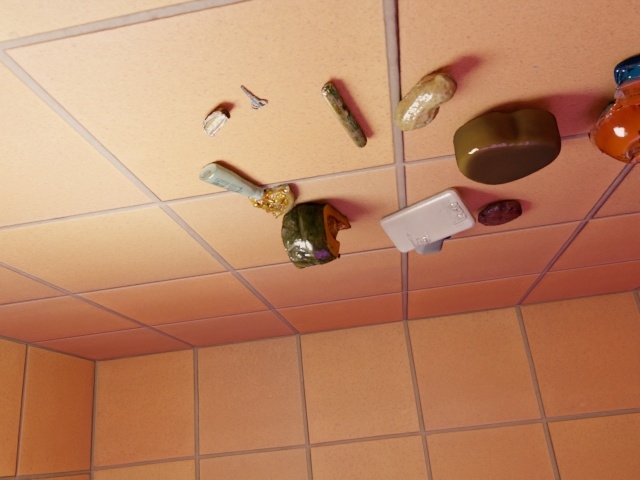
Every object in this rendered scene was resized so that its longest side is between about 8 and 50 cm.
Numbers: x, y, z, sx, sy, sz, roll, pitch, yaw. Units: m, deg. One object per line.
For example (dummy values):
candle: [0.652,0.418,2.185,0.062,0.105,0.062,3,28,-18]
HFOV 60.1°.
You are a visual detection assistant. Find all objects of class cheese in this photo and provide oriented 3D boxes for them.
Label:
cheese: [0.712,-0.280,1.228,0.217,0.129,0.329,-11,147,23]

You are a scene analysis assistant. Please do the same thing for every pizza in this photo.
pizza: [-0.136,-0.109,1.553,0.131,0.041,0.178,8,155,-28]

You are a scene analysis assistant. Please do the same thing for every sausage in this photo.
sausage: [0.055,-0.266,1.204,0.032,0.033,0.269,-13,158,18]

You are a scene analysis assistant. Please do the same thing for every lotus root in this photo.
lotus root: [-0.220,-0.254,1.163,0.037,0.030,0.083,38,137,-20]

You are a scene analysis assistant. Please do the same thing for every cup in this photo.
cup: [0.383,-0.020,1.859,0.128,0.095,0.129,-6,158,-1]

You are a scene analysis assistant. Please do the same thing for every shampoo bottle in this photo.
shampoo bottle: [-0.220,-0.147,1.426,0.069,0.041,0.190,-26,153,30]

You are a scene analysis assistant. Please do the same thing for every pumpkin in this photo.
pumpkin: [0.001,0.000,1.668,0.139,0.190,0.280,-16,158,23]

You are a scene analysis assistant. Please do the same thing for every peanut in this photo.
peanut: [0.216,-0.284,1.138,0.080,0.080,0.174,5,157,-27]

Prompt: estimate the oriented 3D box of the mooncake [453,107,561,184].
mooncake: [0.433,-0.222,1.308,0.234,0.117,0.235,-5,162,-2]

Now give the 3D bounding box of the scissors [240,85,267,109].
scissors: [-0.139,-0.290,1.122,0.036,0.006,0.083,-16,157,19]

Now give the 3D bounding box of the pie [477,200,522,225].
pie: [0.590,-0.089,1.816,0.154,0.036,0.154,-5,159,-2]

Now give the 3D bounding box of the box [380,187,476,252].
box: [0.329,-0.057,1.722,0.285,0.044,0.142,-24,112,40]
